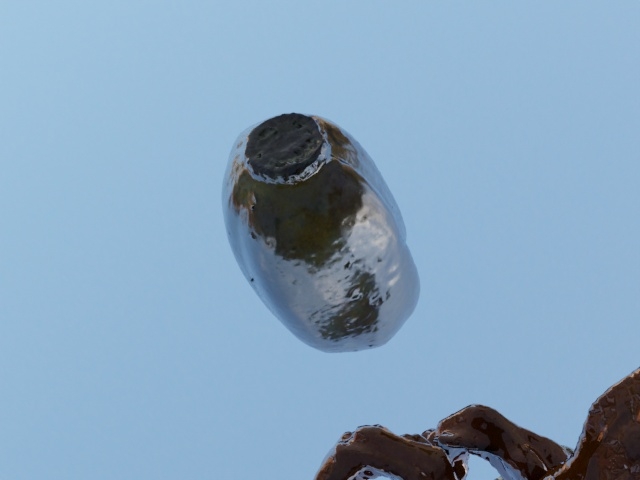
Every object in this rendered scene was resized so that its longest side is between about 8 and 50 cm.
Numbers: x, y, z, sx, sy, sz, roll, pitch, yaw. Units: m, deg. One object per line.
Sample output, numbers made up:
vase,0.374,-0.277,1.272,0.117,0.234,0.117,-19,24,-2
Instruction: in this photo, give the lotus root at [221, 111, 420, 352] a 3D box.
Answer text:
lotus root,0.000,0.000,0.830,0.123,0.241,0.124,-28,-126,4

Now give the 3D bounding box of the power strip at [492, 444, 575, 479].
power strip,0.124,0.240,0.917,0.048,0.286,0.080,25,-136,-26

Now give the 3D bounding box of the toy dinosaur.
toy dinosaur,0.107,0.114,0.480,0.208,0.432,0.097,20,-135,27
